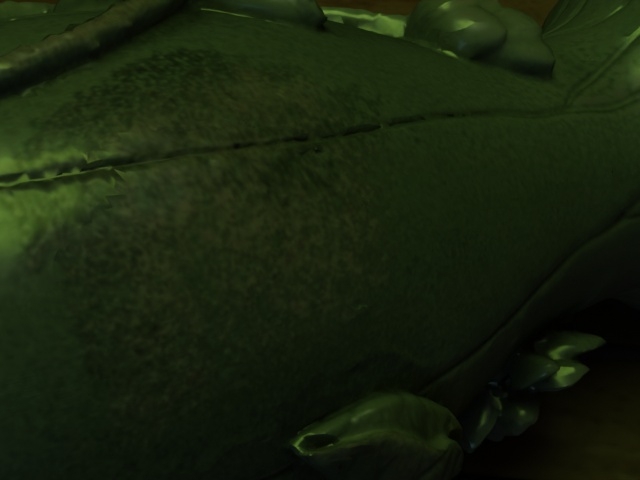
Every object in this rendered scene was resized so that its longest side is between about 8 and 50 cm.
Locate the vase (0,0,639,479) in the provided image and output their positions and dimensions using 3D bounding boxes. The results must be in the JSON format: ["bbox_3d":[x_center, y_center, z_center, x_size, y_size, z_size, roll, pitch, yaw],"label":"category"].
[{"bbox_3d":[0.000,0.000,0.624,0.445,0.250,0.250,-16,37,-30],"label":"vase"}]
